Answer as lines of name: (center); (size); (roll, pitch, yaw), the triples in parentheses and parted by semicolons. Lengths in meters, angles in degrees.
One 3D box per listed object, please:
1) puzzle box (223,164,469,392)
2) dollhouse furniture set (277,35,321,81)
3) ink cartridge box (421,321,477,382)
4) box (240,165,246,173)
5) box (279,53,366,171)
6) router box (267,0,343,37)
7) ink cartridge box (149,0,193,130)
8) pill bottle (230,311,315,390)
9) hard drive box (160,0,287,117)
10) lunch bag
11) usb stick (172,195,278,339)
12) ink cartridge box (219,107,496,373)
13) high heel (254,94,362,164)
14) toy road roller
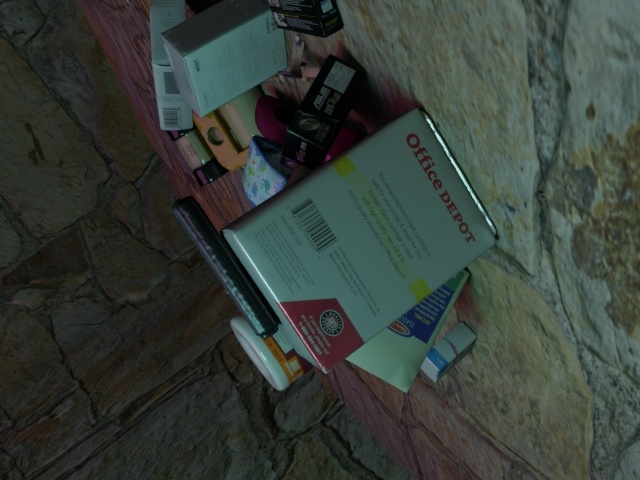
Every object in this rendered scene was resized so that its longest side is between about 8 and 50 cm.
puzzle box: (0.059, 0.079, 1.264); (0.409, 0.272, 0.052); (32, 172, -15)
dollhouse furniture set: (-0.010, -0.362, 1.331); (0.114, 0.091, 0.081); (14, 99, 34)
ink cartridge box: (0.287, 0.250, 1.489); (0.052, 0.122, 0.088); (44, 161, 23)
box: (-0.170, -0.164, 1.905); (0.168, 0.059, 0.054); (62, 165, -18)
box: (0.002, -0.226, 1.238); (0.078, 0.180, 0.147); (27, 162, 1)
router box: (-0.042, -0.443, 1.196); (0.179, 0.046, 0.133); (34, 153, 50)
ink cartridge box: (-0.359, -0.502, 1.587); (0.308, 0.091, 0.384); (117, 146, -71)
pill bottle: (-0.011, 0.181, 1.705); (0.224, 0.392, 0.224); (49, 163, 20)
hard drive box: (-0.191, -0.392, 1.380); (0.089, 0.232, 0.181); (47, 161, 25)
lunch bag: (-0.108, -0.137, 1.436); (0.151, 0.096, 0.128); (40, 131, 25)
usb stick: (-0.162, 0.045, 1.134); (0.278, 0.045, 0.077); (56, 167, -3)
ink cartridge box: (0.067, -0.006, 1.152); (0.279, 0.385, 0.160); (58, 166, -9)
high heel: (-0.024, -0.263, 1.483); (0.377, 0.127, 0.181); (54, 128, 34)
toy road roller: (-0.237, -0.313, 1.815); (0.330, 0.240, 0.202); (-22, 105, 35)
